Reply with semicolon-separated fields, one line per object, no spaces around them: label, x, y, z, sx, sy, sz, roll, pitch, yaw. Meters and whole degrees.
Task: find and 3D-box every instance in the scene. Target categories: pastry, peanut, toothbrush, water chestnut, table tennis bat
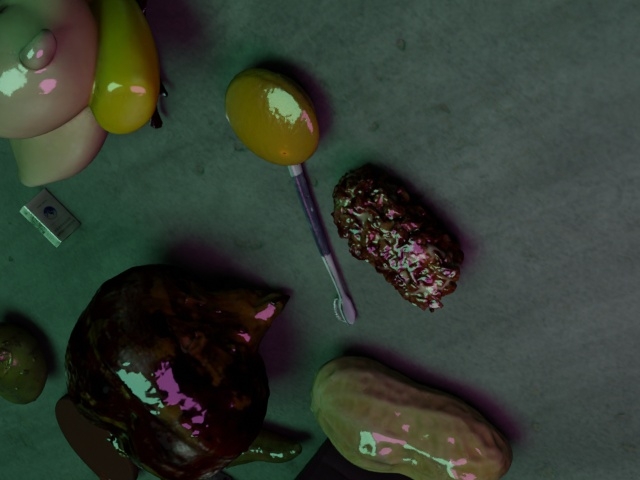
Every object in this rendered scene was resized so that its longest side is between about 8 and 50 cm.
pastry;0.096;-0.004;1.614;0.208;0.097;0.115;45;128;-2
peanut;0.122;0.272;1.793;0.313;0.152;0.152;22;135;17
toothbrush;0.000;0.000;1.740;0.026;0.024;0.288;16;136;45
water chestnut;-0.193;0.177;1.856;0.346;0.335;0.335;-30;106;16
table tennis bat;-0.417;0.412;2.377;0.200;0.038;0.310;22;139;34

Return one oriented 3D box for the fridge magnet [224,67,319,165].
fridge magnet;-0.060;-0.161;1.615;0.143;0.063;0.143;22;135;23

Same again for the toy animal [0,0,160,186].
toy animal;-0.383;-0.233;1.610;0.345;0.246;0.278;-28;75;51

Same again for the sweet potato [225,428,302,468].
sweet potato;-0.125;0.342;2.094;0.243;0.077;0.077;-10;118;32

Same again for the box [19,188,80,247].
box;-0.433;-0.036;2.005;0.083;0.054;0.024;45;141;-5

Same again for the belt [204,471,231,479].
belt;-0.243;0.417;2.242;0.232;0.071;0.053;33;131;14

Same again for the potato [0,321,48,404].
potato;-0.568;0.219;2.278;0.137;0.137;0.176;12;153;28

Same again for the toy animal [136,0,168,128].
toy animal;-0.250;-0.250;1.695;0.105;0.070;0.202;19;128;10

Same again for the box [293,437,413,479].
box;0.022;0.461;1.946;0.204;0.251;0.345;37;138;5
